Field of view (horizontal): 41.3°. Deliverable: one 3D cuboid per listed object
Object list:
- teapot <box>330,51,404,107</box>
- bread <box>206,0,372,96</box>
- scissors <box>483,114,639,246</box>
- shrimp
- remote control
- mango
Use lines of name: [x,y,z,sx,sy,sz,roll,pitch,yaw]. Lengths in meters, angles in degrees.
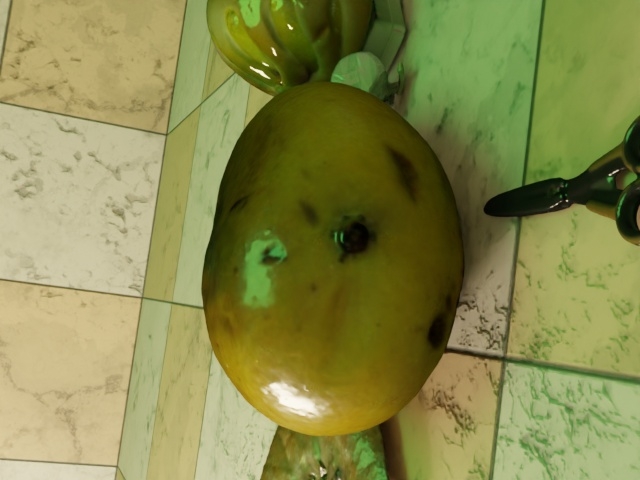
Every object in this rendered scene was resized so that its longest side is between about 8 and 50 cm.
teapot: [0.058,-0.170,0.935,0.083,0.064,0.064,-13,68,23]
bread: [-0.057,-0.254,1.015,0.260,0.156,0.158,178,101,-70]
scissors: [0.178,-0.035,0.612,0.220,0.017,0.088,170,107,-70]
shrimp: [-0.007,0.366,0.875,0.272,0.085,0.446,14,91,65]
remote control: [0.041,-0.327,1.081,0.145,0.050,0.344,121,152,-47]
mango: [0.000,0.000,0.823,0.445,0.220,0.302,-109,28,-71]
